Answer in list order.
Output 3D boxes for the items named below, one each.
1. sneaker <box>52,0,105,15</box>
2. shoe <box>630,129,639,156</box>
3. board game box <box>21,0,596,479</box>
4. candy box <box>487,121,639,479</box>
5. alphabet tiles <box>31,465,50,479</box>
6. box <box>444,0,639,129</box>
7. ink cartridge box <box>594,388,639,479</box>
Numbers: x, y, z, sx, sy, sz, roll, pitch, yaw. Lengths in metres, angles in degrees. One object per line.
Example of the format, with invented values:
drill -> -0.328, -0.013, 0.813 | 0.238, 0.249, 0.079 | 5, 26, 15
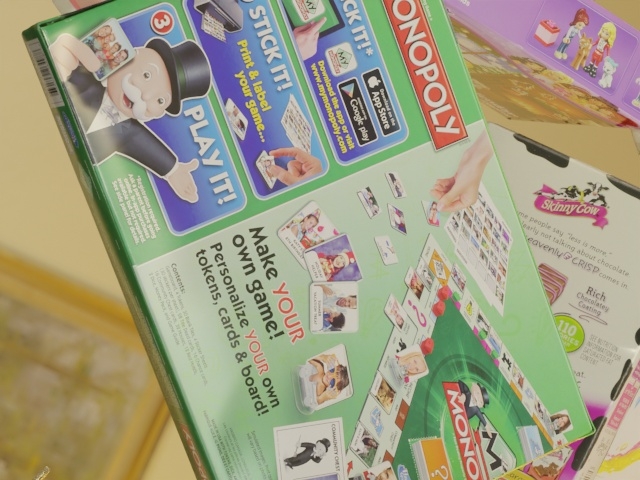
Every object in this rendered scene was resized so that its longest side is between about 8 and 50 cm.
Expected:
sneaker -> -0.107, -0.134, 1.090 | 0.070, 0.134, 0.051 | -40, 168, 14
shoe -> 0.315, -0.090, 1.617 | 0.077, 0.219, 0.058 | -20, -139, 11
board game box -> 0.000, 0.000, 0.976 | 0.214, 0.317, 0.046 | -23, -170, -19
candy box -> 0.132, 0.062, 1.191 | 0.233, 0.159, 0.071 | -63, 161, 0
alphabet tiles -> -0.349, 0.307, 1.871 | 0.198, 0.009, 0.237 | -46, 180, -13
box -> 0.074, -0.168, 1.246 | 0.057, 0.293, 0.201 | -64, -158, -5
ink cartridge box -> 0.251, 0.155, 1.640 | 0.117, 0.201, 0.278 | 30, -81, 32
